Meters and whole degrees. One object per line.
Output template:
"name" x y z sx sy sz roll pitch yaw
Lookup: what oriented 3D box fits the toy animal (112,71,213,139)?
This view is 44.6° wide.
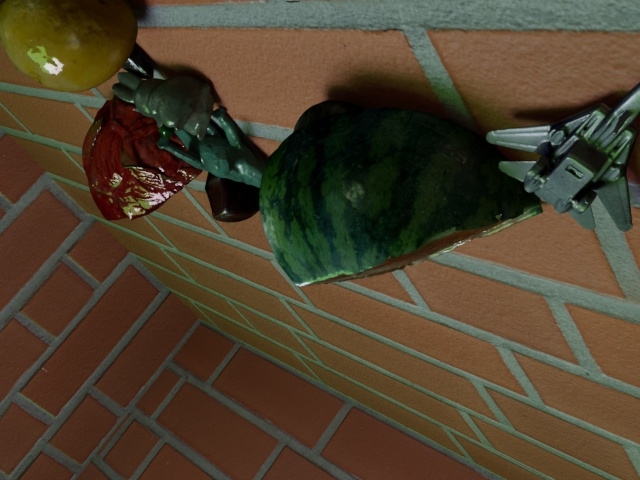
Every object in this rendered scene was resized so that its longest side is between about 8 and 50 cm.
"toy animal" -0.310 -0.285 1.569 0.236 0.138 0.108 36 -170 38

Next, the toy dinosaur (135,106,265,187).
"toy dinosaur" -0.192 -0.156 1.711 0.383 0.129 0.331 25 167 38

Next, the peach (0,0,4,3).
"peach" -0.606 -0.516 1.155 0.370 0.370 0.370 34 162 13

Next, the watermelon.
"watermelon" 0.087 -0.030 1.076 0.319 0.222 0.292 43 132 -14

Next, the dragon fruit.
"dragon fruit" -0.400 -0.215 1.898 0.330 0.240 0.302 0 115 29

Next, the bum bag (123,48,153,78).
"bum bag" -0.441 -0.410 1.575 0.102 0.069 0.248 -8 136 45

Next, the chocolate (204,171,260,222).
"chocolate" -0.203 -0.108 1.812 0.149 0.125 0.080 46 144 -12

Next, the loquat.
"loquat" -0.446 -0.386 1.395 0.244 0.244 0.244 34 162 13

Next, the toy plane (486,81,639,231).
"toy plane" 0.304 -0.101 0.874 0.212 0.088 0.267 36 162 5

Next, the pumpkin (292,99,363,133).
"pumpkin" 0.032 -0.139 1.235 0.167 0.167 0.125 33 -155 15
